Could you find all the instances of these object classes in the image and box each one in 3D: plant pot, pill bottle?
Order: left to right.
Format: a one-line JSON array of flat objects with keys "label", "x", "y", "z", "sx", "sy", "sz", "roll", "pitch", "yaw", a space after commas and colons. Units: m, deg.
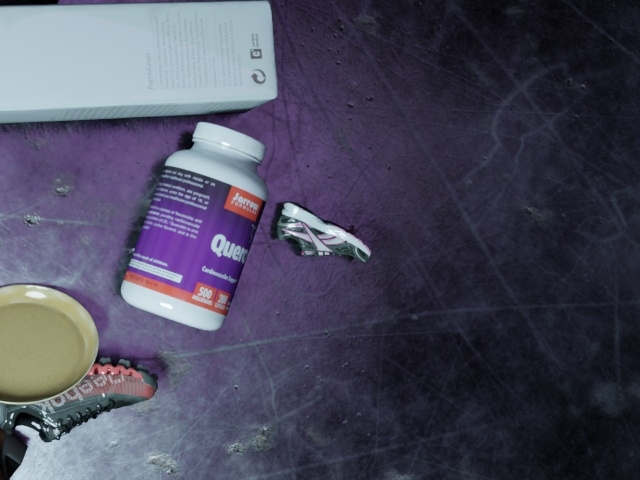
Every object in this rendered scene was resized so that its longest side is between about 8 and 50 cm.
[{"label": "plant pot", "x": -0.477, "y": 0.171, "z": 1.855, "sx": 0.236, "sy": 0.032, "sz": 0.236, "roll": 7, "pitch": 48, "yaw": -7}, {"label": "pill bottle", "x": -0.198, "y": -0.024, "z": 1.915, "sx": 0.181, "sy": 0.181, "sz": 0.323, "roll": 20, "pitch": 86, "yaw": -15}]

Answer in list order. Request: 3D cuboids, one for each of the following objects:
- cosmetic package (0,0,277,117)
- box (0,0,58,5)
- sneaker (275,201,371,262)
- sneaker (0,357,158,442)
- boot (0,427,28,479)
[{"label": "cosmetic package", "x": -0.316, "y": -0.284, "z": 1.856, "sx": 0.453, "sy": 0.230, "sz": 0.162, "roll": -5, "pitch": 91, "yaw": -16}, {"label": "box", "x": -0.526, "y": -0.385, "z": 1.819, "sx": 0.231, "sy": 0.183, "sz": 0.056, "roll": -21, "pitch": 96, "yaw": -15}, {"label": "sneaker", "x": 0.000, "y": 0.000, "z": 2.039, "sx": 0.178, "sy": 0.072, "sz": 0.077, "roll": 28, "pitch": 95, "yaw": -6}, {"label": "sneaker", "x": -0.403, "y": 0.265, "z": 1.888, "sx": 0.276, "sy": 0.098, "sz": 0.135, "roll": 1, "pitch": 62, "yaw": -14}, {"label": "boot", "x": -0.601, "y": 0.319, "z": 1.772, "sx": 0.280, "sy": 0.264, "sz": 0.096, "roll": 34, "pitch": 114, "yaw": -15}]
